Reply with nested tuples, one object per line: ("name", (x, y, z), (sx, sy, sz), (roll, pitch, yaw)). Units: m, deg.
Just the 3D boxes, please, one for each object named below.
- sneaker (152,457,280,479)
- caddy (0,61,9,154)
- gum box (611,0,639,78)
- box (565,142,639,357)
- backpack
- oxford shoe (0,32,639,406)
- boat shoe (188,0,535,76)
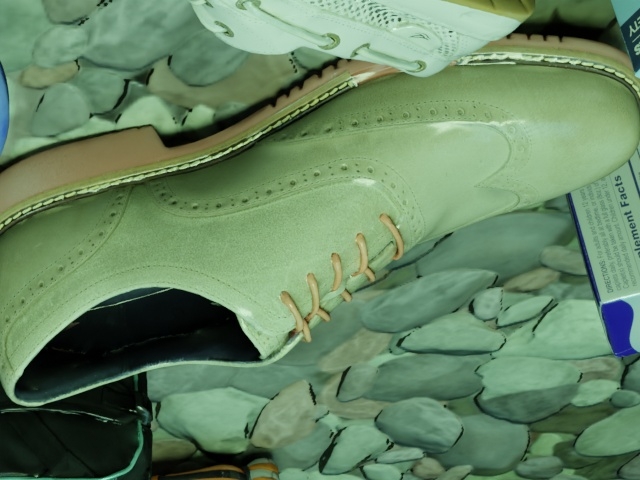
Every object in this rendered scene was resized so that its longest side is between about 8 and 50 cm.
("sneaker", (-0.132, 0.285, 1.298), (0.180, 0.124, 0.321), (-1, 133, -9))
("caddy", (-0.305, -0.077, 0.662), (0.341, 0.179, 0.241), (0, 147, -22))
("gum box", (0.173, -0.176, 0.654), (0.041, 0.184, 0.157), (17, 137, -33))
("box", (0.221, -0.015, 0.942), (0.137, 0.126, 0.072), (-15, 146, 8))
("backpack", (-0.206, 0.125, 1.000), (0.188, 0.166, 0.144), (2, 134, -12))
("oxford shoe", (0.000, 0.000, 0.890), (0.397, 0.146, 0.140), (-17, 142, 9))
("boat shoe", (-0.026, -0.130, 0.745), (0.277, 0.098, 0.096), (16, 137, -33))
